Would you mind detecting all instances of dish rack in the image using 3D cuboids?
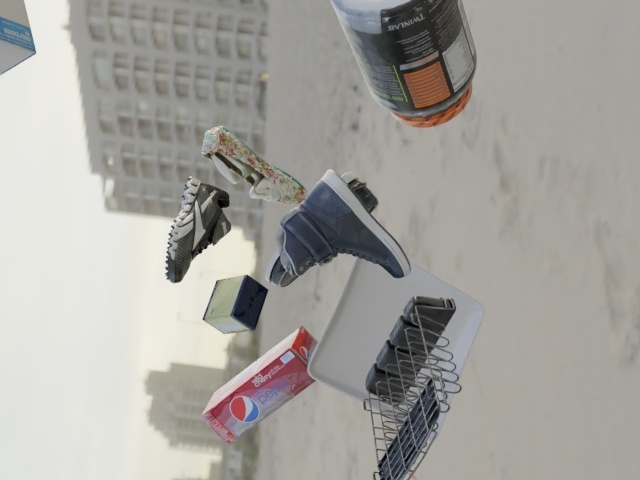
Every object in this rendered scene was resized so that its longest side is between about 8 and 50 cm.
[{"bbox_3d":[0.134,0.224,1.533,0.271,0.074,0.208,-95,25,-55],"label":"dish rack"}]

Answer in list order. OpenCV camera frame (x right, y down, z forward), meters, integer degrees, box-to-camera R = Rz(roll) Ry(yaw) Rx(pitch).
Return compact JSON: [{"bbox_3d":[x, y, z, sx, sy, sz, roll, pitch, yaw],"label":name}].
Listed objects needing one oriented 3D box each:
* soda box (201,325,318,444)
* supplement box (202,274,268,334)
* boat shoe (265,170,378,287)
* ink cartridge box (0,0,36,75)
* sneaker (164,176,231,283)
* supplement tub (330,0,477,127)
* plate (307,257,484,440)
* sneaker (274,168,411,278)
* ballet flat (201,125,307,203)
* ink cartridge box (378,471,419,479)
[{"bbox_3d":[-0.106,0.277,2.039,0.263,0.083,0.092,-39,11,27],"label":"soda box"},{"bbox_3d":[-0.147,0.111,1.851,0.083,0.056,0.083,-12,50,43],"label":"supplement box"},{"bbox_3d":[0.000,0.000,2.122,0.114,0.091,0.302,-23,-25,-54],"label":"boat shoe"},{"bbox_3d":[-0.643,-0.418,1.901,0.168,0.171,0.232,10,-120,-59],"label":"ink cartridge box"},{"bbox_3d":[-0.223,-0.017,1.992,0.078,0.106,0.234,102,180,-53],"label":"sneaker"},{"bbox_3d":[0.152,-0.357,1.844,0.338,0.207,0.207,60,-149,-54],"label":"supplement tub"},{"bbox_3d":[0.133,0.175,1.894,0.045,0.278,0.277,-23,40,63],"label":"plate"},{"bbox_3d":[0.029,0.019,1.715,0.163,0.226,0.086,-46,23,-6],"label":"sneaker"},{"bbox_3d":[-0.139,-0.130,2.122,0.077,0.241,0.091,-60,11,-30],"label":"ballet flat"},{"bbox_3d":[0.190,0.534,1.992,0.092,0.218,0.158,-42,-20,4],"label":"ink cartridge box"}]
